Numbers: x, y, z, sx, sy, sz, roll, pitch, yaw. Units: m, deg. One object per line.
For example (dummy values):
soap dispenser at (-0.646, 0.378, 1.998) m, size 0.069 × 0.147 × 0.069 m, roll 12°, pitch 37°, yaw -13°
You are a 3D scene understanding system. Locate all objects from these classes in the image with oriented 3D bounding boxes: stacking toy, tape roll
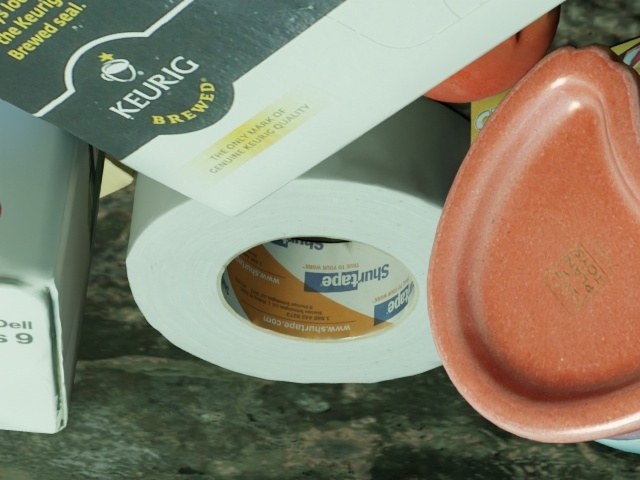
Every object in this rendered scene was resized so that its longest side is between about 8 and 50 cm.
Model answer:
stacking toy at (0.141, -0.081, 0.782) m, size 0.279 × 0.309 × 0.130 m, roll -39°, pitch 151°, yaw 26°
tape roll at (0.000, 0.000, 1.072) m, size 0.219 × 0.072 × 0.219 m, roll 2°, pitch 146°, yaw 2°

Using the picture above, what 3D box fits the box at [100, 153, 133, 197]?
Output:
box at (-0.230, -0.061, 1.046) m, size 0.164 × 0.021 × 0.201 m, roll -21°, pitch 139°, yaw 31°

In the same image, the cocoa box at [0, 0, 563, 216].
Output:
cocoa box at (-0.003, -0.208, 0.611) m, size 0.228 × 0.231 × 0.347 m, roll 27°, pitch 140°, yaw -31°

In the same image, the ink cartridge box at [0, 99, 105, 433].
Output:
ink cartridge box at (-0.193, -0.077, 0.774) m, size 0.211 × 0.289 × 0.121 m, roll 5°, pitch 146°, yaw -2°

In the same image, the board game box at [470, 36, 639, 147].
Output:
board game box at (0.188, -0.034, 0.920) m, size 0.243 × 0.165 × 0.042 m, roll -18°, pitch 142°, yaw 29°
